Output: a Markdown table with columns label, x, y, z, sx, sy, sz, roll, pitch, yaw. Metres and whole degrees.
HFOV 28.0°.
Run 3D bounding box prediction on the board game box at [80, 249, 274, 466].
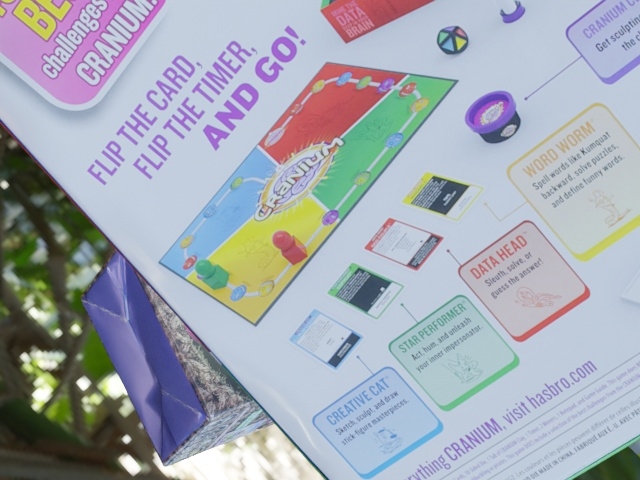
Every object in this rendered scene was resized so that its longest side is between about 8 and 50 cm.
| label | x | y | z | sx | sy | sz | roll | pitch | yaw |
| --- | --- | --- | --- | --- | --- | --- | --- | --- | --- |
| board game box | -0.094 | 0.099 | 1.532 | 0.291 | 0.232 | 0.141 | -17 | 160 | -39 |

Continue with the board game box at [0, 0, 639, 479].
| label | x | y | z | sx | sy | sz | roll | pitch | yaw |
| --- | --- | --- | --- | --- | --- | --- | --- | --- | --- |
| board game box | 0.028 | -0.056 | 0.479 | 0.242 | 0.316 | 0.064 | -37 | -170 | 23 |

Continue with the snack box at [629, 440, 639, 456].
| label | x | y | z | sx | sy | sz | roll | pitch | yaw |
| --- | --- | --- | --- | --- | --- | --- | --- | --- | --- |
| snack box | 0.267 | 0.116 | 0.978 | 0.070 | 0.207 | 0.174 | -48 | -167 | -12 |
